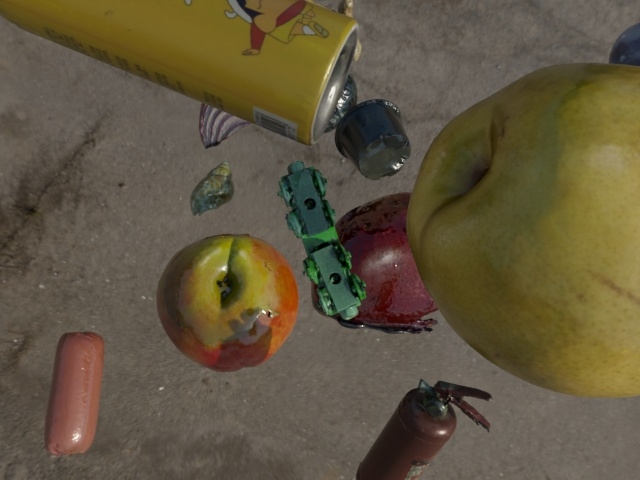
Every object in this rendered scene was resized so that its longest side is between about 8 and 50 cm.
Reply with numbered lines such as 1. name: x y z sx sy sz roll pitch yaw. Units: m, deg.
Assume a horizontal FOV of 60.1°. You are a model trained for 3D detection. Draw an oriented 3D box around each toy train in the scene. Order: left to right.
1. toy train: 0.000 0.000 0.861 0.084 0.119 0.252 -19 93 -2

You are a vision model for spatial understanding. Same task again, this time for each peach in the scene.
1. peach: -0.218 0.153 1.362 0.369 0.370 0.371 2 77 -10
2. peach: 0.167 0.068 1.422 0.416 0.339 0.353 -42 102 -1

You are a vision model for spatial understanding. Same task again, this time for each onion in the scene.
1. onion: -0.186 -0.341 1.278 0.111 0.250 0.248 52 32 -29

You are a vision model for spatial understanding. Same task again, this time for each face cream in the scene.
1. face cream: -0.147 -0.189 0.447 0.348 0.105 0.105 23 74 4

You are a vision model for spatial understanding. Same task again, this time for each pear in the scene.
1. pear: 0.239 -0.007 0.510 0.313 0.314 0.315 2 77 -10

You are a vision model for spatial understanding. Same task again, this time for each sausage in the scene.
1. sausage: -0.317 0.196 0.715 0.062 0.062 0.154 3 71 -10

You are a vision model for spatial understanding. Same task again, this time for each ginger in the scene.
1. ginger: 0.072 -0.550 1.429 0.051 0.173 0.070 -18 50 6

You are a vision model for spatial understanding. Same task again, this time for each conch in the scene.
1. conch: -0.319 -0.146 1.634 0.172 0.116 0.106 -36 102 -5

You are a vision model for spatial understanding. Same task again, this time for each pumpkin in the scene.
1. pumpkin: 0.008 -0.455 1.756 0.232 0.163 0.233 -15 60 28

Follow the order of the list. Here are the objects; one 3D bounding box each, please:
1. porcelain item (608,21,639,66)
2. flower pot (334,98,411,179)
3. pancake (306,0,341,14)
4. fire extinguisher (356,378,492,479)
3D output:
1. porcelain item: 0.491 -0.220 0.827 0.141 0.141 0.259 0 120 -11
2. flower pot: 0.118 -0.201 1.165 0.157 0.158 0.107 -11 50 -13
3. pancake: -0.119 -0.497 1.218 0.355 0.356 0.065 6 101 -9
4. fire extinguisher: 0.188 0.363 1.001 0.147 0.337 0.106 27 35 6
